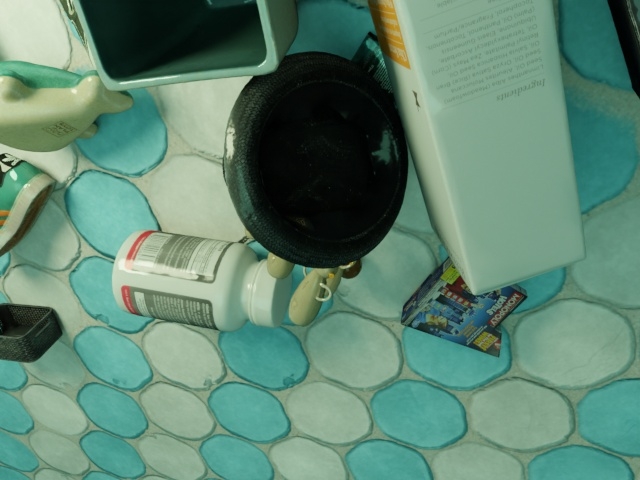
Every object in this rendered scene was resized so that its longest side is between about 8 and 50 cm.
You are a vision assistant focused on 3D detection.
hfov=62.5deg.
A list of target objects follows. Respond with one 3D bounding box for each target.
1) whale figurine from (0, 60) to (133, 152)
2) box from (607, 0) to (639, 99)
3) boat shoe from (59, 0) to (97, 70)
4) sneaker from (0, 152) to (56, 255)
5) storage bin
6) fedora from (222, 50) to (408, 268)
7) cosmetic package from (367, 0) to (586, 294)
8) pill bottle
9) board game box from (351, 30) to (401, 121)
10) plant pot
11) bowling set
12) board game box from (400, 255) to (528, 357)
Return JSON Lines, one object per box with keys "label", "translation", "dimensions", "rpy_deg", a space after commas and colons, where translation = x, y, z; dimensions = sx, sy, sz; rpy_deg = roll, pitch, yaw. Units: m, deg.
{"label": "whale figurine", "translation": [-0.470, -0.254, 0.924], "dimensions": [0.271, 0.216, 0.141], "rpy_deg": [-12, 75, 16]}
{"label": "box", "translation": [0.475, -0.327, 0.570], "dimensions": [0.296, 0.183, 0.294], "rpy_deg": [-19, 114, 28]}
{"label": "boat shoe", "translation": [-0.379, -0.386, 0.857], "dimensions": [0.070, 0.078, 0.220], "rpy_deg": [6, 115, 12]}
{"label": "sneaker", "translation": [-0.690, -0.065, 1.139], "dimensions": [0.121, 0.108, 0.302], "rpy_deg": [42, 115, -10]}
{"label": "storage bin", "translation": [-0.770, 0.232, 1.335], "dimensions": [0.180, 0.122, 0.084], "rpy_deg": [2, 122, 16]}
{"label": "fedora", "translation": [-0.023, -0.115, 0.791], "dimensions": [0.152, 0.334, 0.334], "rpy_deg": [7, 129, 49]}
{"label": "cosmetic package", "translation": [0.194, -0.185, 0.697], "dimensions": [0.161, 0.230, 0.454], "rpy_deg": [-20, 115, 5]}
{"label": "pill bottle", "translation": [-0.226, 0.083, 1.045], "dimensions": [0.318, 0.176, 0.176], "rpy_deg": [8, 124, 12]}
{"label": "board game box", "translation": [0.078, -0.219, 0.853], "dimensions": [0.126, 0.026, 0.186], "rpy_deg": [33, 125, -7]}
{"label": "plant pot", "translation": [-0.153, -0.362, 0.693], "dimensions": [0.247, 0.252, 0.247], "rpy_deg": [-1, 121, 17]}
{"label": "bowling set", "translation": [0.000, 0.000, 0.955], "dimensions": [0.287, 0.199, 0.154], "rpy_deg": [55, 135, 34]}
{"label": "board game box", "translation": [0.285, 0.127, 0.992], "dimensions": [0.194, 0.060, 0.194], "rpy_deg": [30, 125, -5]}
